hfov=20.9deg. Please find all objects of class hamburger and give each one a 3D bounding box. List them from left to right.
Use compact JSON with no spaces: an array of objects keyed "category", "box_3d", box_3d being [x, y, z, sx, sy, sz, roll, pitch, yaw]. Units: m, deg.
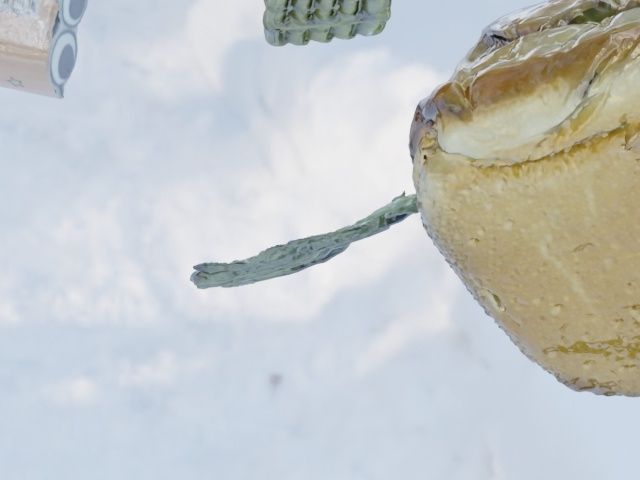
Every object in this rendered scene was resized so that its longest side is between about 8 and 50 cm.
[{"category":"hamburger","box_3d":[0.221,-0.036,1.169,0.304,0.284,0.174,-12,29,47]}]

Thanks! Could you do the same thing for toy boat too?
[{"category":"toy boat","box_3d":[0.006,-0.117,0.789,0.063,0.115,0.016,-8,75,-7]}]

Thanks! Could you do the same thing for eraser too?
[{"category":"eraser","box_3d":[-0.427,-0.279,2.054,0.291,0.171,0.087,12,2,15]}]

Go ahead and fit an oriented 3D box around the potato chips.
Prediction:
[{"category":"potato chips","box_3d":[0.000,-0.001,1.318,0.208,0.028,0.092,-20,-7,-8]}]
